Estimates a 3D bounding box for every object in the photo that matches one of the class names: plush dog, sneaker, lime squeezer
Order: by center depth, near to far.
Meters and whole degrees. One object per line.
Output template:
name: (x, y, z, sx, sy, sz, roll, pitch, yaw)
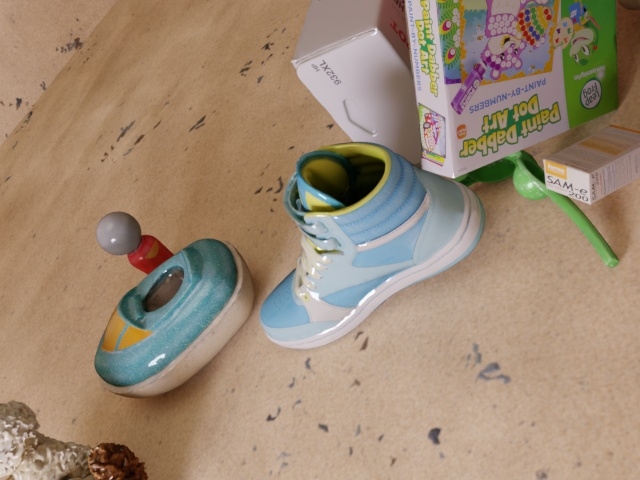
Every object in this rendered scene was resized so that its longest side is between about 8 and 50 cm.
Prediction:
lime squeezer: (0.205, -0.054, 0.899, 0.310, 0.059, 0.110, 17, 69, 51)
sneaker: (0.000, 0.000, 0.911, 0.319, 0.208, 0.127, -37, 45, 27)
plush dog: (-0.296, 0.335, 0.978, 0.226, 0.211, 0.262, 15, 96, 37)

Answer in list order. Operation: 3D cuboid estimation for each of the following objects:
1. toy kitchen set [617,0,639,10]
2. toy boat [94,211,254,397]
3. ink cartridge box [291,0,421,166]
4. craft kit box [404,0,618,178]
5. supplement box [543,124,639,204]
toy kitchen set: (0.412, -0.370, 0.890, 0.207, 0.166, 0.122, -54, 35, -8)
toy boat: (-0.239, 0.072, 1.159, 0.267, 0.148, 0.318, -44, 36, 5)
ink cartridge box: (0.103, -0.279, 1.076, 0.129, 0.223, 0.307, -15, 46, 34)
craft kit box: (0.197, -0.218, 0.818, 0.250, 0.246, 0.061, -24, 30, -26)
supplement box: (0.284, -0.078, 0.822, 0.098, 0.036, 0.062, -26, 30, -20)
